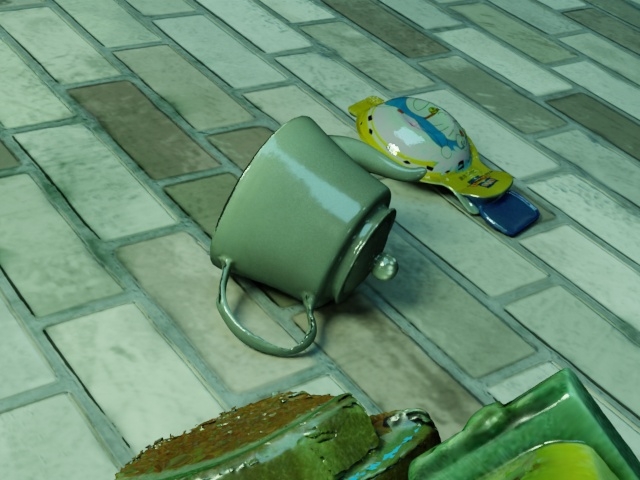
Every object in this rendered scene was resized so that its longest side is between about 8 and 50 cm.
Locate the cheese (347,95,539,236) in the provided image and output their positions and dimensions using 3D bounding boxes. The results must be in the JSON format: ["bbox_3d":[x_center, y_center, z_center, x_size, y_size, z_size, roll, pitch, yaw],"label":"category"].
[{"bbox_3d":[0.140,-0.093,1.139,0.250,0.064,0.156,40,43,18],"label":"cheese"}]

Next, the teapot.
[{"bbox_3d":[0.000,0.000,0.906,0.149,0.162,0.239,32,63,10],"label":"teapot"}]

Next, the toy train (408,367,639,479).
[{"bbox_3d":[0.143,0.227,0.447,0.253,0.160,0.397,51,19,-7],"label":"toy train"}]

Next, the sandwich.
[{"bbox_3d":[-0.039,0.148,0.658,0.235,0.079,0.159,-14,20,11],"label":"sandwich"}]
